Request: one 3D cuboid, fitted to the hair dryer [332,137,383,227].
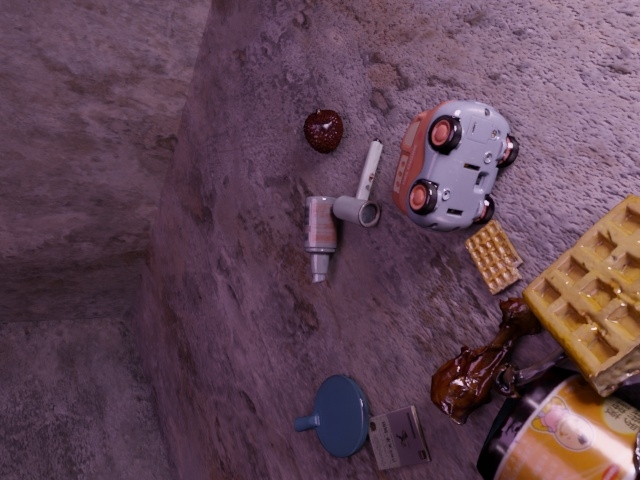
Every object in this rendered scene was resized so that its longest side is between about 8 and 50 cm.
[{"bbox_3d":[0.113,-0.161,1.212,0.131,0.073,0.236,24,103,53],"label":"hair dryer"}]

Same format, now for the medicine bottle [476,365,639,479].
[{"bbox_3d":[0.436,0.369,0.605,0.395,0.243,0.242,34,114,39],"label":"medicine bottle"}]

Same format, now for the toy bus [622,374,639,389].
[{"bbox_3d":[0.548,0.103,0.578,0.342,0.097,0.138,-37,56,45],"label":"toy bus"}]

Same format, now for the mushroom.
[{"bbox_3d":[0.390,0.219,0.795,0.187,0.061,0.060,-37,33,19],"label":"mushroom"}]

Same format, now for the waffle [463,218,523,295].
[{"bbox_3d":[0.352,0.034,0.909,0.092,0.021,0.135,-48,51,39],"label":"waffle"}]

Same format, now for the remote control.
[{"bbox_3d":[0.359,0.361,0.848,0.072,0.042,0.221,36,110,51],"label":"remote control"}]

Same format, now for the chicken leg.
[{"bbox_3d":[0.328,0.231,0.882,0.113,0.093,0.304,43,114,26],"label":"chicken leg"}]

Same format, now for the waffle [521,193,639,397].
[{"bbox_3d":[0.432,0.067,0.652,0.248,0.055,0.221,-50,19,18],"label":"waffle"}]

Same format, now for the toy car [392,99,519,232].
[{"bbox_3d":[0.253,-0.160,0.944,0.212,0.181,0.270,44,122,57],"label":"toy car"}]

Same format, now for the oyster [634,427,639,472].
[{"bbox_3d":[0.507,0.239,0.524,0.252,0.199,0.087,-4,127,22],"label":"oyster"}]

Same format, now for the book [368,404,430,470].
[{"bbox_3d":[0.183,0.485,1.099,0.182,0.014,0.127,-40,56,45],"label":"book"}]

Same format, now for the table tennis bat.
[{"bbox_3d":[0.027,0.503,1.281,0.329,0.044,0.215,-37,54,45],"label":"table tennis bat"}]

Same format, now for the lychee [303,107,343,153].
[{"bbox_3d":[0.007,-0.321,1.327,0.123,0.123,0.129,30,120,50],"label":"lychee"}]

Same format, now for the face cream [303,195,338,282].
[{"bbox_3d":[0.000,0.000,1.319,0.101,0.101,0.251,-1,87,53],"label":"face cream"}]
